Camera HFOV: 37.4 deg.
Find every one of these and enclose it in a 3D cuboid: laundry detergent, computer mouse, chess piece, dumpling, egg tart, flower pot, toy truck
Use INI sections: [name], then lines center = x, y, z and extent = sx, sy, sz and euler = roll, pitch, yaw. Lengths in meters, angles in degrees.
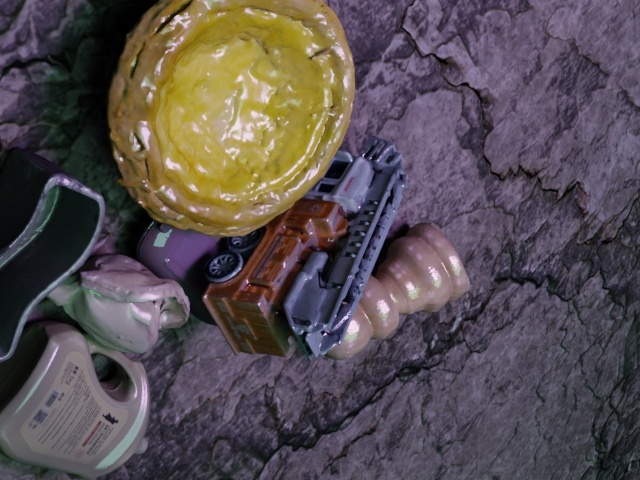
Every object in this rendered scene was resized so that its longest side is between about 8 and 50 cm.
[laundry detergent]
center = -0.306, 0.217, 1.214
extent = 0.181, 0.091, 0.253
euler = -57, 137, -11
[computer mouse]
center = -0.161, 0.028, 1.267
extent = 0.120, 0.057, 0.232
euler = -53, 140, -11
[chess piece]
center = 0.098, 0.096, 1.496
extent = 0.260, 0.142, 0.143
euler = -34, 131, -19
[dumpling]
center = -0.237, 0.076, 1.161
extent = 0.199, 0.136, 0.119
euler = 19, 68, -44
[egg tart]
center = -0.118, -0.172, 1.142
extent = 0.345, 0.132, 0.346
euler = -22, 126, -34
[flower pot]
center = -0.346, 0.016, 1.055
extent = 0.229, 0.108, 0.103
euler = -54, 137, -5
[toy truck]
center = 0.000, 0.000, 1.270
extent = 0.338, 0.184, 0.133
euler = -59, 142, -33
